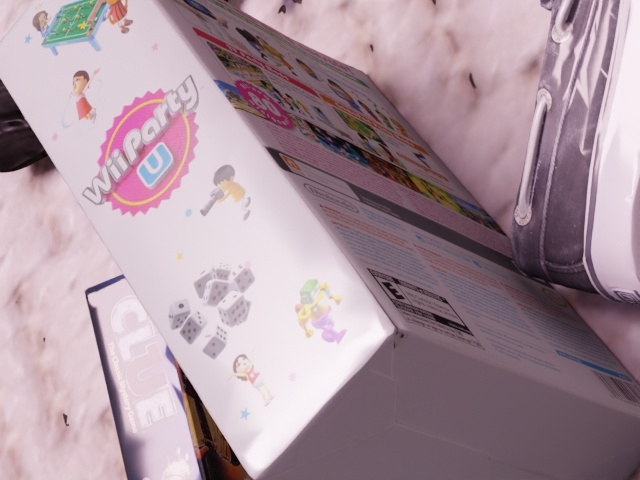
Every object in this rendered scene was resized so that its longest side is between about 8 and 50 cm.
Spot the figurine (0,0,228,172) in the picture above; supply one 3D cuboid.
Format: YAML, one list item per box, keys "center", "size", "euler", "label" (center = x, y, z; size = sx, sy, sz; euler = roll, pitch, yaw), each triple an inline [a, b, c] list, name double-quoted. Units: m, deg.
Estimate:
- center: [-0.141, -0.170, 1.219]
  size: [0.209, 0.092, 0.215]
  euler: [-16, 66, 30]
  label: "figurine"

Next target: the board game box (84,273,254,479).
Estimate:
- center: [-0.031, 0.143, 0.939]
  size: [0.042, 0.165, 0.243]
  euler: [-22, 70, 20]
  label: "board game box"

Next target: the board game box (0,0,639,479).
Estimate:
- center: [0.000, 0.000, 0.932]
  size: [0.097, 0.224, 0.303]
  euler: [-49, 49, 15]
  label: "board game box"

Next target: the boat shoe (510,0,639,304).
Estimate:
- center: [0.154, -0.122, 0.922]
  size: [0.102, 0.108, 0.301]
  euler: [11, 92, 42]
  label: "boat shoe"
